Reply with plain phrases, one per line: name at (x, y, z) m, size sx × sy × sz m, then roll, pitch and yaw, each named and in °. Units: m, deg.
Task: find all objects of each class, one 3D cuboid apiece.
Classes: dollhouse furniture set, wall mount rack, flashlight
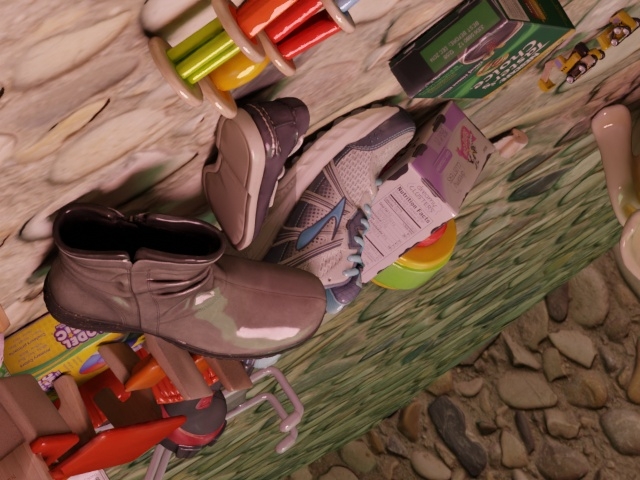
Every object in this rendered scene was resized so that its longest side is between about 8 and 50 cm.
dollhouse furniture set at (-0.213, 0.191, 1.604) m, size 0.262 × 0.135 × 0.259 m, roll -38°, pitch 165°, yaw 22°
wall mount rack at (-0.173, 0.305, 2.524) m, size 0.304 × 0.130 × 0.350 m, roll -30°, pitch 168°, yaw -11°
flashlight at (-0.135, 0.173, 2.133) m, size 0.103 × 0.103 × 0.304 m, roll -57°, pitch -178°, yaw -30°

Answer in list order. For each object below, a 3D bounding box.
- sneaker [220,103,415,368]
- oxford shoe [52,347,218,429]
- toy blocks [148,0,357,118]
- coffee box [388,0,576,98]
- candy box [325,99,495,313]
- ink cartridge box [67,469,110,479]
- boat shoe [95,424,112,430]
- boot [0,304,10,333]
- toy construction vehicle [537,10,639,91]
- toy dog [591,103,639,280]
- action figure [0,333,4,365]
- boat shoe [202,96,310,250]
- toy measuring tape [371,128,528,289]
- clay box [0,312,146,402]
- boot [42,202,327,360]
sneaker at (0.000, 0.000, 1.581) m, size 0.283 × 0.122 × 0.110 m, roll -46°, pitch 170°, yaw -15°
oxford shoe at (-0.201, 0.136, 1.843) m, size 0.271 × 0.096 × 0.098 m, roll -22°, pitch 180°, yaw -16°
toy blocks at (-0.025, -0.144, 1.142) m, size 0.148 × 0.054 × 0.123 m, roll -35°, pitch 170°, yaw 11°
coffee box at (0.144, -0.169, 1.544) m, size 0.113 × 0.040 × 0.184 m, roll -37°, pitch 168°, yaw 22°
candy box at (0.063, -0.030, 1.731) m, size 0.196 × 0.070 × 0.165 m, roll -39°, pitch -172°, yaw 30°
ink cartridge box at (-0.292, 0.276, 1.919) m, size 0.128 × 0.127 × 0.176 m, roll -30°, pitch -168°, yaw -9°
boat shoe at (-0.166, 0.128, 1.920) m, size 0.228 × 0.080 × 0.076 m, roll -36°, pitch -174°, yaw 4°
boot at (-0.315, 0.069, 1.146) m, size 0.211 × 0.104 × 0.295 m, roll -30°, pitch 173°, yaw -13°
toy construction vehicle at (0.274, -0.196, 1.834) m, size 0.086 × 0.035 × 0.098 m, roll -39°, pitch 177°, yaw -32°
toy dog at (0.534, -0.071, 2.286) m, size 0.284 × 0.395 × 0.408 m, roll -49°, pitch -161°, yaw 14°
action figure at (-0.318, 0.292, 1.408) m, size 0.276 × 0.370 × 0.248 m, roll -25°, pitch 167°, yaw -36°
boat shoe at (-0.048, -0.053, 1.431) m, size 0.065 × 0.075 × 0.206 m, roll -26°, pitch 163°, yaw -18°
toy measuring tape at (0.133, -0.026, 1.960) m, size 0.330 × 0.121 × 0.121 m, roll -24°, pitch 167°, yaw -37°
clay box at (-0.210, 0.087, 1.650) m, size 0.222 × 0.053 × 0.127 m, roll -32°, pitch 168°, yaw -5°
boot at (-0.098, 0.032, 1.413) m, size 0.247 × 0.083 × 0.161 m, roll 5°, pitch 160°, yaw -15°
